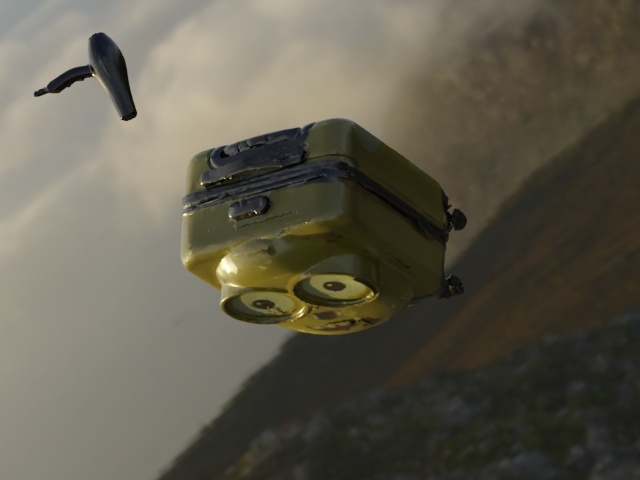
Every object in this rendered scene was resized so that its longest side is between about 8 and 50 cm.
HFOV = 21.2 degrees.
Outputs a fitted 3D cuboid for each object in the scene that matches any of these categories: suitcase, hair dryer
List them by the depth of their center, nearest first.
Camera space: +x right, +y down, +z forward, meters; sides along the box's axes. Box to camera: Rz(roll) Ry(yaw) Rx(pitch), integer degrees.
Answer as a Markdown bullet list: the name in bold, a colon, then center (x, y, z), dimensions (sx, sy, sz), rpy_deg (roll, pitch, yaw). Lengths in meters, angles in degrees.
- **hair dryer**: center (-0.200, -0.128, 1.444), dimensions (0.083, 0.079, 0.031), rpy_deg (-23, -14, 9)
- **suitcase**: center (0.000, 0.000, 1.539), dimensions (0.194, 0.235, 0.143), rpy_deg (-13, 62, 32)
